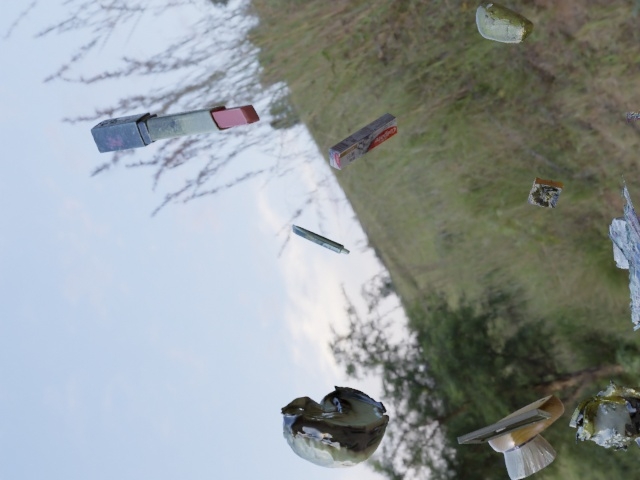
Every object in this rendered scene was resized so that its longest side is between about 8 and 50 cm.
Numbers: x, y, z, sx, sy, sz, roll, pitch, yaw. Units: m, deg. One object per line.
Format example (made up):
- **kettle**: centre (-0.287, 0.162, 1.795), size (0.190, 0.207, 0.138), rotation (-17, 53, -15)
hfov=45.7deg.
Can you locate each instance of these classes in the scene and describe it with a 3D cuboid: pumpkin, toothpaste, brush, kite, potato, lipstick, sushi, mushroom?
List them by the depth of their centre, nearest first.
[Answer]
- **lipstick**: centre (-0.249, -0.196, 1.287), size (0.051, 0.312, 0.051), rotation (-52, -48, -54)
- **kite**: centre (0.703, 0.050, 1.690), size (0.368, 0.014, 0.405), rotation (-87, -16, -64)
- **sushi**: centre (0.715, 0.397, 1.713), size (0.139, 0.291, 0.131), rotation (79, -166, -46)
- **mushroom**: centre (0.028, 0.443, 1.787), size (0.344, 0.248, 0.129), rotation (-6, -74, -77)
- **kite**: centre (0.793, -0.317, 1.882), size (0.044, 0.078, 0.002), rotation (33, -139, -36)
- **pumpkin**: centre (0.626, -0.130, 2.112), size (0.054, 0.083, 0.074), rotation (-69, -12, -51)
- **potato**: centre (0.547, -0.647, 2.267), size (0.085, 0.188, 0.105), rotation (-20, -50, -52)
- **brush**: centre (0.669, 0.614, 2.384), size (0.166, 0.267, 0.174), rotation (57, -179, 8)
- **toothpaste**: centre (0.000, 0.000, 2.407), size (0.031, 0.204, 0.049), rotation (-59, -16, -28)

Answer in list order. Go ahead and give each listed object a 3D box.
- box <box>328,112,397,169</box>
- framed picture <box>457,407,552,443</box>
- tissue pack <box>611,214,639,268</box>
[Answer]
- **box**: centre (0.112, -0.257, 1.956), size (0.218, 0.040, 0.055), rotation (-34, -44, -30)
- **framed picture**: centre (0.416, 0.417, 1.693), size (0.250, 0.184, 0.016), rotation (30, -142, -63)
- **tissue pack**: centre (1.027, 0.002, 2.160), size (0.242, 0.339, 0.160), rotation (-19, -74, -82)
